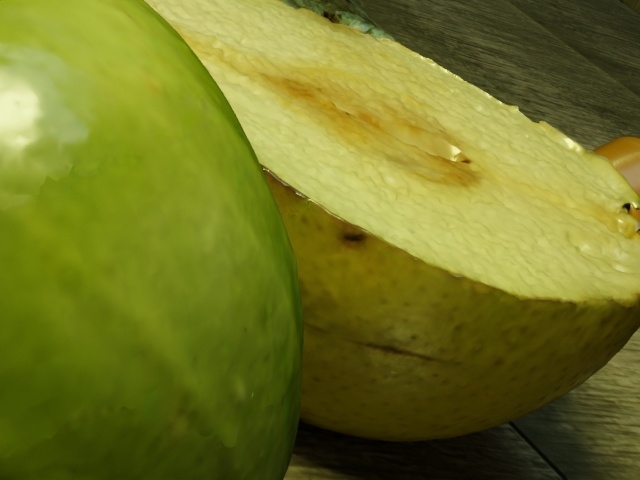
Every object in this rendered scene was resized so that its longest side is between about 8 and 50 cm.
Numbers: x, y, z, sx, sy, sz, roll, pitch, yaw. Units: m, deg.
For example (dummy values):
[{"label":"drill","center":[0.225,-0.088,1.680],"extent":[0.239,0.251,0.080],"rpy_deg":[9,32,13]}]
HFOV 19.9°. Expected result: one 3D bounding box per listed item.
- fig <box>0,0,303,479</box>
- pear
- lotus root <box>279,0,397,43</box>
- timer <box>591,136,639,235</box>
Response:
[{"label":"fig","center":[-0.141,0.040,0.711],"extent":[0.316,0.316,0.316],"rpy_deg":[24,19,-8]},{"label":"pear","center":[0.000,0.000,1.108],"extent":[0.386,0.191,0.340],"rpy_deg":[23,23,-12]},{"label":"lotus root","center":[-0.055,-0.152,1.508],"extent":[0.175,0.175,0.349],"rpy_deg":[11,20,-39]},{"label":"timer","center":[0.225,-0.013,1.599],"extent":[0.152,0.132,0.132],"rpy_deg":[-14,39,-29]}]
